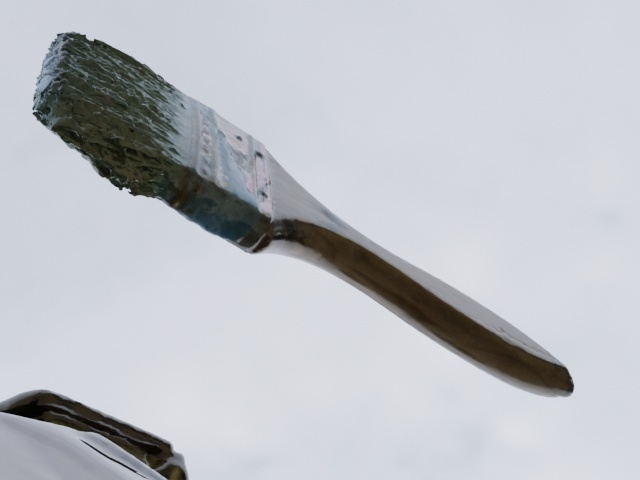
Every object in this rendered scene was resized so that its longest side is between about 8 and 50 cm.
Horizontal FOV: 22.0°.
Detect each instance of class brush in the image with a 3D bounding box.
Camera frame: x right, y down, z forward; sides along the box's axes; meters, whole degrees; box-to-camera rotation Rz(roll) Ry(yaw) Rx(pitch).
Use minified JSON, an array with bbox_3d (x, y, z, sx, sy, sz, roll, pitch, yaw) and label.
[{"bbox_3d":[0.000,0.000,0.499,0.196,0.070,0.021,33,-72,-17],"label":"brush"}]

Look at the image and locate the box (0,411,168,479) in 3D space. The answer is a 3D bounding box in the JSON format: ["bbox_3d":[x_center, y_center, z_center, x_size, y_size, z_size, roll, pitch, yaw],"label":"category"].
[{"bbox_3d":[-0.107,0.127,0.370,0.252,0.188,0.153,21,-84,-56],"label":"box"}]

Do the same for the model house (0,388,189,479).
[{"bbox_3d":[-0.135,0.177,0.881,0.218,0.278,0.205,-22,-87,25],"label":"model house"}]
